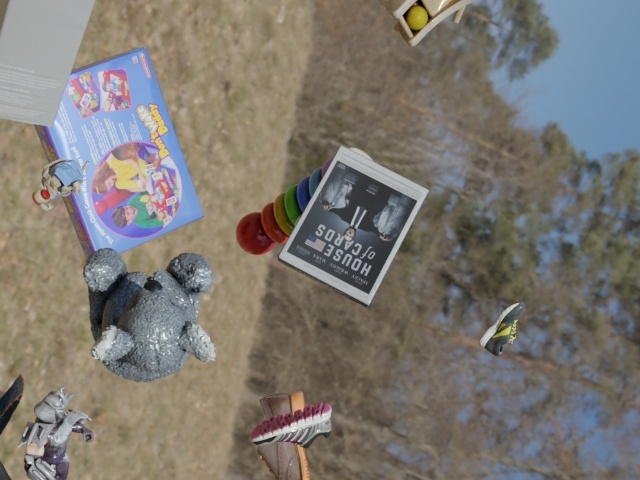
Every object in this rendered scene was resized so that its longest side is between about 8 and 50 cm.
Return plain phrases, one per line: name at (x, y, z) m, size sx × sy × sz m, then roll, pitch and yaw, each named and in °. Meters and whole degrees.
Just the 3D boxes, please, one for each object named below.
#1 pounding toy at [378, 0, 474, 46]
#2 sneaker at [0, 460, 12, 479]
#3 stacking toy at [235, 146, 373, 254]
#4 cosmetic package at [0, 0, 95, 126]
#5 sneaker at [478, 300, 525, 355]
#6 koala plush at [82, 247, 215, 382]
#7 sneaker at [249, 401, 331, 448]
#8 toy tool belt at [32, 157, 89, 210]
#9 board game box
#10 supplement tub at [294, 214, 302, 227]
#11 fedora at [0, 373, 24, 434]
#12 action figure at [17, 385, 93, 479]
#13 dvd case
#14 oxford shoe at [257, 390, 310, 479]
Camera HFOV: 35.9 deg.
pounding toy at (0.248, -0.441, 1.799) m, size 0.269 × 0.155 × 0.154 m, roll -43°, pitch -147°, yaw -12°
sneaker at (-0.524, 0.432, 1.449) m, size 0.222 × 0.118 × 0.083 m, roll -39°, pitch 156°, yaw -8°
stacking toy at (-0.034, -0.058, 1.975) m, size 0.330 × 0.141 × 0.141 m, roll -26°, pitch -150°, yaw 33°
cosmetic package at (-0.345, -0.270, 1.196) m, size 0.238 × 0.107 × 0.127 m, roll -63°, pitch -147°, yaw 36°
sneaker at (0.243, 0.115, 1.281) m, size 0.083 × 0.035 × 0.031 m, roll -55°, pitch 158°, yaw 23°
koala plush at (-0.241, 0.127, 1.417) m, size 0.221 × 0.196 × 0.203 m, roll -154°, pitch -112°, yaw -71°
sneaker at (-0.053, 0.381, 1.951) m, size 0.063 × 0.170 × 0.074 m, roll -123°, pitch -165°, yaw -69°
toy tool belt at (-0.326, -0.076, 1.249) m, size 0.051 × 0.052 × 0.083 m, roll -27°, pitch -163°, yaw 25°
board game box at (-0.388, -0.163, 1.871) m, size 0.233 × 0.347 × 0.078 m, roll -26°, pitch -161°, yaw -28°
supplement tub at (0.000, 0.000, 1.796) m, size 0.107 × 0.071 × 0.071 m, roll 65°, pitch 38°, yaw -50°
fedora at (-0.677, 0.352, 1.780) m, size 0.334 × 0.152 × 0.334 m, roll -58°, pitch -175°, yaw 9°
action figure at (-0.434, 0.363, 1.611) m, size 0.185 × 0.099 × 0.285 m, roll -50°, pitch 153°, yaw -63°
dvd case at (0.058, -0.027, 1.725) m, size 0.238 × 0.179 × 0.029 m, roll -61°, pitch 176°, yaw -17°
oxford shoe at (-0.095, 0.578, 2.561) m, size 0.130 × 0.133 × 0.363 m, roll 91°, pitch -5°, yaw -72°
